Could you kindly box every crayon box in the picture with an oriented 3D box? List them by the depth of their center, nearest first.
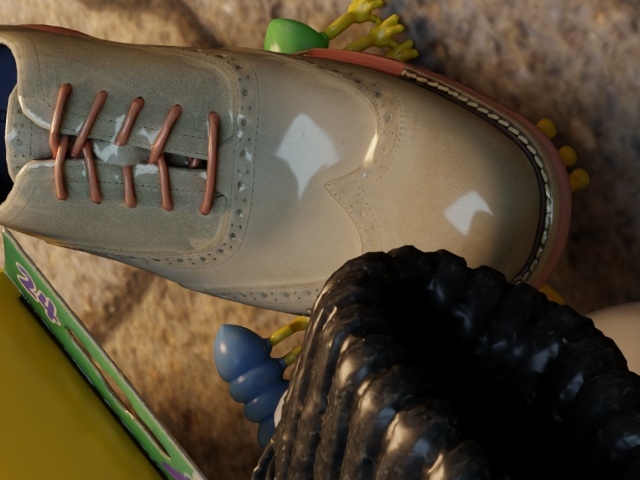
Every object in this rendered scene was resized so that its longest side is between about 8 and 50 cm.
[{"bbox_3d":[-0.154,0.147,0.797,0.203,0.083,0.323,49,157,11],"label":"crayon box"}]

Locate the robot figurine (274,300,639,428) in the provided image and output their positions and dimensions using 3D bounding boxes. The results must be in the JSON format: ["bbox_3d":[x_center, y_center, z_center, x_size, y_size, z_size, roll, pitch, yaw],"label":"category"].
[{"bbox_3d":[0.112,0.156,0.663,0.353,0.199,0.300,-32,113,34],"label":"robot figurine"}]

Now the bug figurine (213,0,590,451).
[{"bbox_3d":[0.000,0.000,0.767,0.279,0.072,0.216,-41,81,34],"label":"bug figurine"}]

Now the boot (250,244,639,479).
[{"bbox_3d":[0.089,0.193,0.487,0.348,0.131,0.260,38,121,17],"label":"boot"}]

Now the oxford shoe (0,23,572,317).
[{"bbox_3d":[-0.077,-0.033,0.680,0.397,0.146,0.140,9,98,30],"label":"oxford shoe"}]
